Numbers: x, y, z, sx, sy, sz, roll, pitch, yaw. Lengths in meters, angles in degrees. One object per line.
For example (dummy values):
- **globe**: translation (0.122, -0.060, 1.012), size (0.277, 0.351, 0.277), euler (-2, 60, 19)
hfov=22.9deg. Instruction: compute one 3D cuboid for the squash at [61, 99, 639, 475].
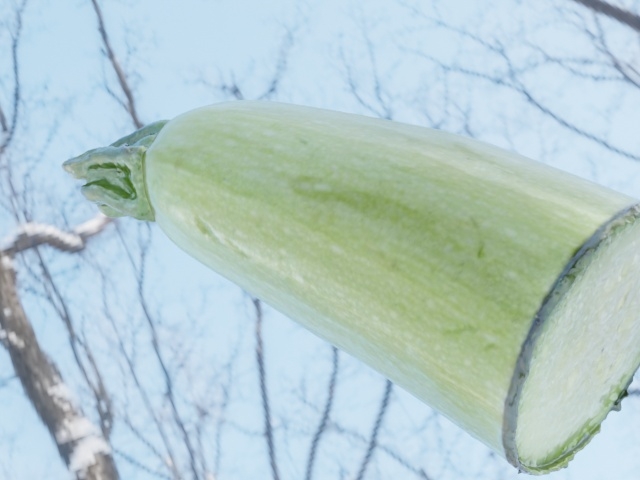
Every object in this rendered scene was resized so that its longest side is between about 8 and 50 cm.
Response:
- **squash**: translation (0.000, 0.000, 0.534), size (0.094, 0.224, 0.094), euler (-35, -45, -44)
